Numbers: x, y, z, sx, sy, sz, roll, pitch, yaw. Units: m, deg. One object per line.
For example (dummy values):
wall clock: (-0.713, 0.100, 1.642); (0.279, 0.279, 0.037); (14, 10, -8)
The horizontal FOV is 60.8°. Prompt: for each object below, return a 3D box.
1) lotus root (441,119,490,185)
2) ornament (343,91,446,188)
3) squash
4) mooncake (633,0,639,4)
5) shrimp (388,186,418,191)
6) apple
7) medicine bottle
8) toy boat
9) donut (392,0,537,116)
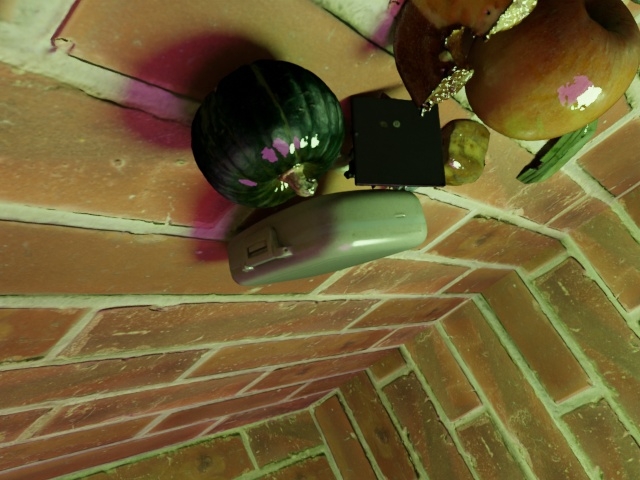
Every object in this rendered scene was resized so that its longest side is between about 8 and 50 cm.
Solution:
lotus root: (0.291, -0.177, 1.161); (0.135, 0.095, 0.159); (10, 131, -50)
ornament: (0.107, -0.150, 0.975); (0.153, 0.166, 0.196); (1, 169, -12)
squash: (-0.069, -0.139, 0.735); (0.219, 0.172, 0.218); (-6, 157, -2)
mooncake: (0.493, -0.460, 0.744); (0.255, 0.136, 0.250); (4, 139, -43)
shrimp: (0.177, -0.129, 1.156); (0.090, 0.079, 0.233); (-60, 180, -31)
apple: (0.346, -0.275, 0.845); (0.254, 0.253, 0.253); (-23, 156, -11)
medicine bottle: (0.000, 0.000, 1.028); (0.283, 0.122, 0.375); (-7, 173, -38)
toy boat: (0.638, -0.241, 1.449); (0.093, 0.055, 0.293); (-17, 154, -31)
donut: (0.191, -0.297, 0.752); (0.085, 0.141, 0.217); (-21, 166, -39)
